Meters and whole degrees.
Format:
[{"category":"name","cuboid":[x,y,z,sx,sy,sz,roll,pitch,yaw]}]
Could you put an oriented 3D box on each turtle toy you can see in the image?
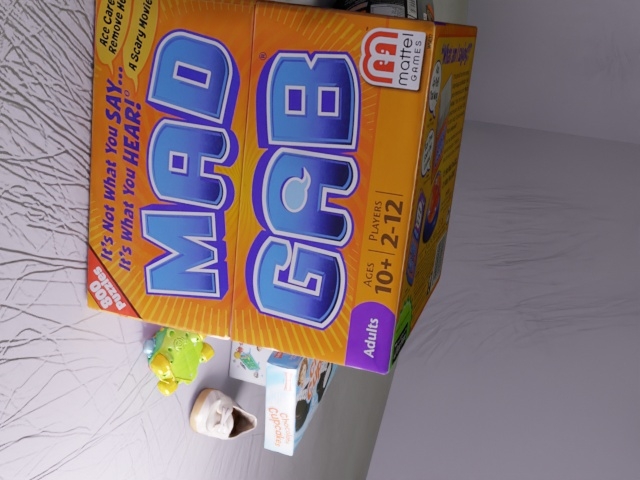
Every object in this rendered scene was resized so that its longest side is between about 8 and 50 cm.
[{"category":"turtle toy","cuboid":[-0.199,0.158,1.103,0.095,0.066,0.130,-41,149,-30]}]

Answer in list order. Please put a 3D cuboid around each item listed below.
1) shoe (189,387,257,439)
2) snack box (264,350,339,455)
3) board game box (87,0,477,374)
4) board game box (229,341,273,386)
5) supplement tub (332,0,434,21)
[{"category":"shoe","cuboid":[-0.161,0.295,1.365,0.219,0.058,0.077,56,47,-70]},{"category":"snack box","cuboid":[-0.018,0.210,1.472,0.322,0.060,0.187,-55,152,-57]},{"category":"board game box","cuboid":[-0.029,-0.101,0.985,0.356,0.356,0.357,-38,137,-68]},{"category":"board game box","cuboid":[-0.073,0.080,1.480,0.224,0.097,0.304,-40,140,-68]},{"category":"supplement tub","cuboid":[0.119,-0.351,1.549,0.207,0.207,0.338,81,10,-52]}]
